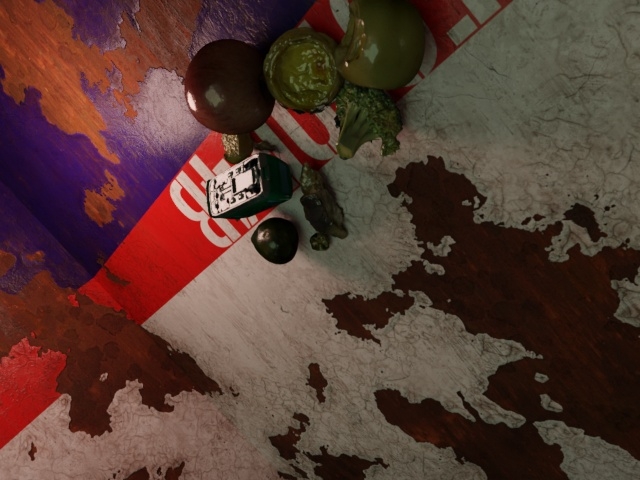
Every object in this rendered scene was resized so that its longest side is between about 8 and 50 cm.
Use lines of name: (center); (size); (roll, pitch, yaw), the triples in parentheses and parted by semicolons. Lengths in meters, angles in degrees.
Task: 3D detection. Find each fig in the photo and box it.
fig: (-0.205, 0.002, 2.186); (0.245, 0.195, 0.195); (-2, 120, 30)

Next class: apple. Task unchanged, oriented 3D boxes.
apple: (-0.286, -0.506, 1.780); (0.269, 0.345, 0.344); (19, 129, 16)
apple: (0.172, -0.558, 1.508); (0.279, 0.279, 0.279); (17, 128, 22)

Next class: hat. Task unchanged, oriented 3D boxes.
hat: (-0.001, 0.000, 2.145); (0.076, 0.059, 0.077); (-4, 125, 16)

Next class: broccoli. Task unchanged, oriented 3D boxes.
broccoli: (0.127, -0.357, 1.685); (0.247, 0.243, 0.263); (3, 144, 49)

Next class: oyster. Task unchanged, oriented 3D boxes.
oyster: (-0.007, -0.133, 2.017); (0.166, 0.110, 0.341); (14, 141, 31)

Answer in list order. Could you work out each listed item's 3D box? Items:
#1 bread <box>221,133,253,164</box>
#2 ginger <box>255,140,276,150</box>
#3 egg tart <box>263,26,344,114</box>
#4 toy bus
bread: (-0.316, -0.368, 2.039); (0.086, 0.125, 0.156); (-18, 76, 33)
ginger: (-0.215, -0.366, 2.042); (0.097, 0.030, 0.048); (6, 152, 32)
egg tart: (-0.050, -0.552, 1.732); (0.279, 0.095, 0.278); (-1, 124, -1)
toy bus: (-0.270, -0.199, 2.072); (0.344, 0.199, 0.183); (-18, 74, 40)
